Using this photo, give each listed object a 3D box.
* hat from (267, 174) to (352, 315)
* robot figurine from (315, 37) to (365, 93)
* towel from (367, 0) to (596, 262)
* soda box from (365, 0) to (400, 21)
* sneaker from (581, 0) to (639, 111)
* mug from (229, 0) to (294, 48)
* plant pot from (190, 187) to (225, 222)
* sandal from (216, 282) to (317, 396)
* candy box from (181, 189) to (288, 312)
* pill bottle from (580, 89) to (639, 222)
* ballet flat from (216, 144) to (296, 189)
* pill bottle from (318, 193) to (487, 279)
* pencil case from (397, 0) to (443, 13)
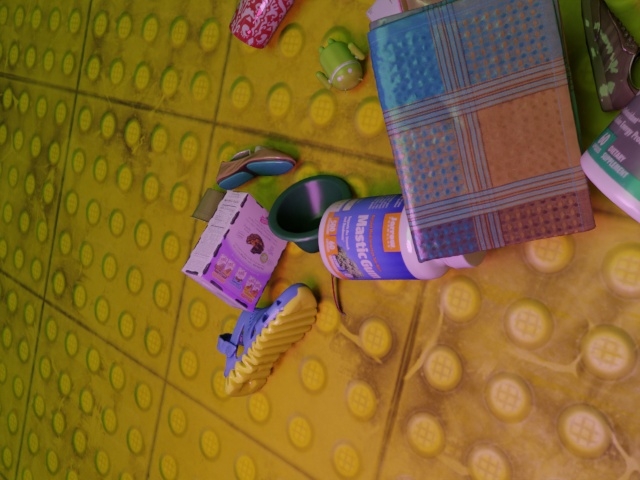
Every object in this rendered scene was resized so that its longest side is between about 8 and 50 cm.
[{"bbox_3d":[0.000,0.000,1.354,0.173,0.183,0.208,12,55,33],"label":"hat"},{"bbox_3d":[0.041,-0.344,1.302,0.101,0.067,0.115,-36,66,20],"label":"robot figurine"},{"bbox_3d":[0.233,-0.170,0.966,0.271,0.040,0.370,-12,97,16],"label":"towel"},{"bbox_3d":[0.186,-0.454,1.177,0.216,0.074,0.069,-43,63,31],"label":"soda box"},{"bbox_3d":[0.435,-0.287,0.979,0.071,0.066,0.188,-11,86,23],"label":"sneaker"},{"bbox_3d":[-0.114,-0.517,1.435,0.113,0.150,0.169,34,120,-3],"label":"mug"},{"bbox_3d":[-0.252,-0.078,1.541,0.083,0.083,0.079,19,89,39],"label":"plant pot"},{"bbox_3d":[-0.129,0.192,1.397,0.317,0.126,0.138,-49,55,26],"label":"sandal"},{"bbox_3d":[-0.166,0.022,1.356,0.070,0.165,0.196,10,66,41],"label":"candy box"},{"bbox_3d":[0.517,-0.172,0.803,0.204,0.204,0.361,51,119,29],"label":"pill bottle"},{"bbox_3d":[-0.147,-0.173,1.453,0.232,0.080,0.073,-12,66,38],"label":"ballet flat"},{"bbox_3d":[0.143,-0.006,1.148,0.272,0.152,0.152,-4,86,41],"label":"pill bottle"},{"bbox_3d":[0.215,-0.310,1.047,0.167,0.160,0.386,-9,97,50],"label":"pencil case"}]
